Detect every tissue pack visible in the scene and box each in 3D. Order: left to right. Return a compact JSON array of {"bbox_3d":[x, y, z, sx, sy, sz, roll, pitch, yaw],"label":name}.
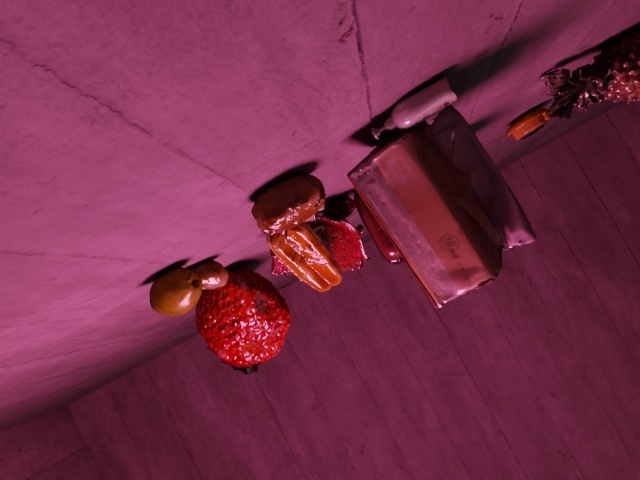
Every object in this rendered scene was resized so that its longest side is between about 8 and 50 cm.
[{"bbox_3d":[0.234,-0.076,1.256,0.238,0.305,0.238,-34,-174,4],"label":"tissue pack"}]

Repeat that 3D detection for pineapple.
[{"bbox_3d":[0.681,-0.394,1.604,0.361,0.175,0.175,-13,170,-15],"label":"pineapple"}]

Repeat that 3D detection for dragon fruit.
[{"bbox_3d":[-0.008,-0.011,1.712,0.274,0.161,0.126,-2,-152,-23],"label":"dragon fruit"}]

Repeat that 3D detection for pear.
[{"bbox_3d":[-0.319,0.112,1.497,0.131,0.107,0.107,-33,172,34],"label":"pear"}]

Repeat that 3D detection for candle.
[{"bbox_3d":[0.040,-0.061,1.842,0.084,0.059,0.302,-11,171,-7],"label":"candle"}]

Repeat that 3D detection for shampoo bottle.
[{"bbox_3d":[0.153,-0.217,1.139,0.152,0.045,0.077,-28,176,9],"label":"shampoo bottle"}]

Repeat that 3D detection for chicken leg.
[{"bbox_3d":[-0.304,0.094,1.606,0.178,0.070,0.093,-14,173,-38],"label":"chicken leg"}]

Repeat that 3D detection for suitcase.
[{"bbox_3d":[0.256,-0.092,1.761,0.297,0.236,0.161,-29,163,8],"label":"suitcase"}]

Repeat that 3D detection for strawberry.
[{"bbox_3d":[-0.216,0.210,2.006,0.291,0.292,0.310,-20,153,-54],"label":"strawberry"}]

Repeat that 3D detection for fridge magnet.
[{"bbox_3d":[0.627,-0.350,2.045,0.143,0.063,0.143,-31,174,-4],"label":"fridge magnet"}]

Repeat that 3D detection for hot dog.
[{"bbox_3d":[-0.034,0.035,1.601,0.109,0.072,0.269,-29,133,11],"label":"hot dog"}]

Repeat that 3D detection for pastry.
[{"bbox_3d":[-0.058,-0.069,1.264,0.153,0.081,0.153,-32,165,-9],"label":"pastry"}]

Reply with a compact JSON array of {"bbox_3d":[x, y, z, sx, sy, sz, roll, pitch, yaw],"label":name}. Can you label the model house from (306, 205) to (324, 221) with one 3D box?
[{"bbox_3d":[-0.031,-0.075,1.488,0.083,0.057,0.058,-10,147,3],"label":"model house"}]
